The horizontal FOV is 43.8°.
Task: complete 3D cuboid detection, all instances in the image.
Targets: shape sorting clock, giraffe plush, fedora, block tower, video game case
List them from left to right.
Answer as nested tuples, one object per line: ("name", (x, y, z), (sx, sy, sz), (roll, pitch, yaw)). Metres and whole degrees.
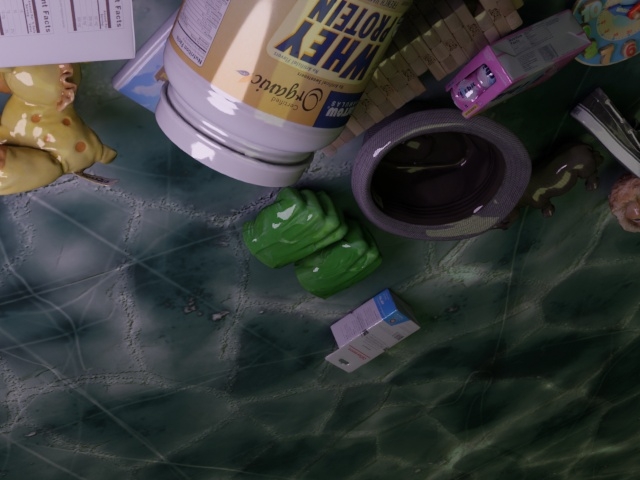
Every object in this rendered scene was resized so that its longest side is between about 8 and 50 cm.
("giraffe plush", (-0.340, -0.160, 0.942), (0.210, 0.181, 0.170), (6, 115, 10))
("video game case", (-0.133, -0.230, 1.052), (0.212, 0.023, 0.193), (-40, 137, 21))
("block tower", (0.110, -0.256, 1.081), (0.335, 0.091, 0.097), (-35, 138, 15))
("fedora", (0.172, -0.123, 1.231), (0.275, 0.124, 0.243), (6, 132, -18))
("shape sorting clock", (0.460, -0.342, 1.181), (0.206, 0.040, 0.206), (-12, 140, -11))

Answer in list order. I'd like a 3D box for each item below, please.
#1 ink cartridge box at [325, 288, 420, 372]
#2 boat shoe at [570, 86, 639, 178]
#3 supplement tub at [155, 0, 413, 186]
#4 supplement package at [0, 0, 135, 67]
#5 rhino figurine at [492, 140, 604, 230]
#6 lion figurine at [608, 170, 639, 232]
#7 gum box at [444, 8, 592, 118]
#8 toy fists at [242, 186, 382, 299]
("ink cartridge box", (0.096, 0.183, 1.595), (0.180, 0.060, 0.104), (-35, 140, 15))
("boat shoe", (0.516, -0.169, 1.337), (0.219, 0.078, 0.070), (36, 106, -23))
("supplement tub", (-0.039, -0.241, 0.890), (0.228, 0.228, 0.316), (11, 121, -33))
("supplement package", (-0.326, -0.271, 0.826), (0.244, 0.139, 0.134), (-7, 137, -16))
("rhino figurine", (0.386, -0.090, 1.409), (0.243, 0.073, 0.106), (-35, 143, 17))
("lion figurine", (0.715, -0.149, 1.467), (0.240, 0.142, 0.392), (34, 102, -37))
("gum box", (0.272, -0.243, 1.108), (0.188, 0.062, 0.107), (-28, 174, -30))
("toy fists", (0.000, 0.000, 1.321), (0.142, 0.096, 0.279), (-26, 143, 21))
